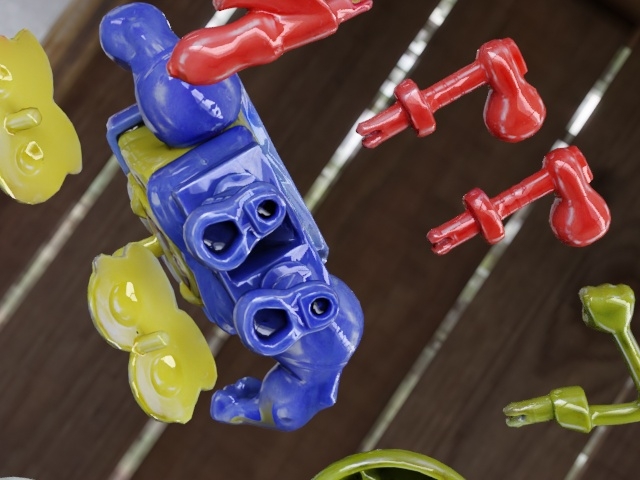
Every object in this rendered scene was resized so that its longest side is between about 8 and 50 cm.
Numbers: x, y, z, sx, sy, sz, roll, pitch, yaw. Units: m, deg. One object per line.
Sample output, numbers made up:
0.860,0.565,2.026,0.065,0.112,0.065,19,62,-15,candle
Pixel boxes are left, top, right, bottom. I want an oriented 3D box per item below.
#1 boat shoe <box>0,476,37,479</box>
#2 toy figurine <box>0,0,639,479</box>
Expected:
-0.194,0.223,0.816,0.109,0.091,0.305,26,22,6,boat shoe
0.000,0.000,0.713,0.362,0.191,0.217,60,-4,-16,toy figurine
